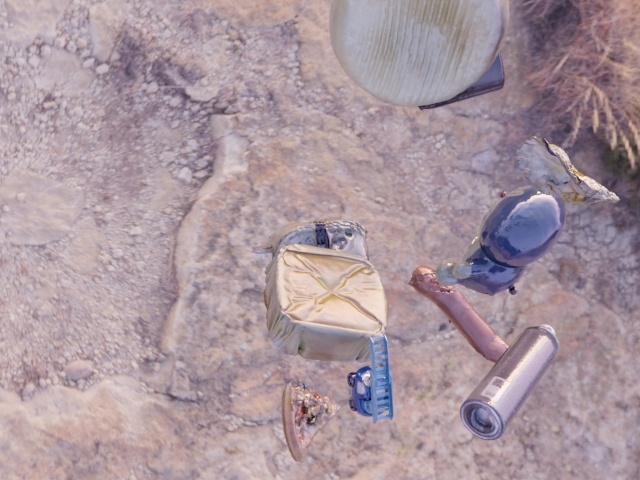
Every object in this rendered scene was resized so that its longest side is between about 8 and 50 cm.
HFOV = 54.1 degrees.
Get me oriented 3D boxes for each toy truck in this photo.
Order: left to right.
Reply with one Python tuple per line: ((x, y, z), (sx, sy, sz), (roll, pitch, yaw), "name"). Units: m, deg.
((0.082, 0.214, 0.991), (0.063, 0.074, 0.136), (-6, 92, -23), "toy truck")

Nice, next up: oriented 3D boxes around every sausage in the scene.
((0.323, 0.170, 1.447), (0.304, 0.078, 0.078), (45, 72, -6), "sausage")

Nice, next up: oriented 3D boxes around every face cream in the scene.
((0.326, 0.221, 1.043), (0.283, 0.073, 0.073), (-31, 107, -44), "face cream")

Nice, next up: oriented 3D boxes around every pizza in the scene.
((-0.013, 0.407, 1.455), (0.195, 0.052, 0.185), (-2, 84, -52), "pizza")

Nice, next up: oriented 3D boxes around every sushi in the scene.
((-0.013, -0.005, 1.416), (0.273, 0.134, 0.109), (9, 99, -11), "sushi")

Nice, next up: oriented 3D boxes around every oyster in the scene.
((0.346, -0.098, 0.910), (0.045, 0.146, 0.121), (-53, 133, -5), "oyster")

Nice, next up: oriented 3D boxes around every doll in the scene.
((0.356, -0.002, 1.211), (0.228, 0.258, 0.154), (-27, 60, -34), "doll")

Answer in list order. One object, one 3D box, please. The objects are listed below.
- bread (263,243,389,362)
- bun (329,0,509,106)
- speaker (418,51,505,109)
((0.007, 0.111, 1.090), (0.210, 0.110, 0.192), (9, 48, -20), "bread")
((0.112, -0.266, 0.739), (0.222, 0.222, 0.127), (13, 48, -27), "bun")
((0.198, -0.452, 1.154), (0.180, 0.184, 0.388), (-18, 67, -12), "speaker")
